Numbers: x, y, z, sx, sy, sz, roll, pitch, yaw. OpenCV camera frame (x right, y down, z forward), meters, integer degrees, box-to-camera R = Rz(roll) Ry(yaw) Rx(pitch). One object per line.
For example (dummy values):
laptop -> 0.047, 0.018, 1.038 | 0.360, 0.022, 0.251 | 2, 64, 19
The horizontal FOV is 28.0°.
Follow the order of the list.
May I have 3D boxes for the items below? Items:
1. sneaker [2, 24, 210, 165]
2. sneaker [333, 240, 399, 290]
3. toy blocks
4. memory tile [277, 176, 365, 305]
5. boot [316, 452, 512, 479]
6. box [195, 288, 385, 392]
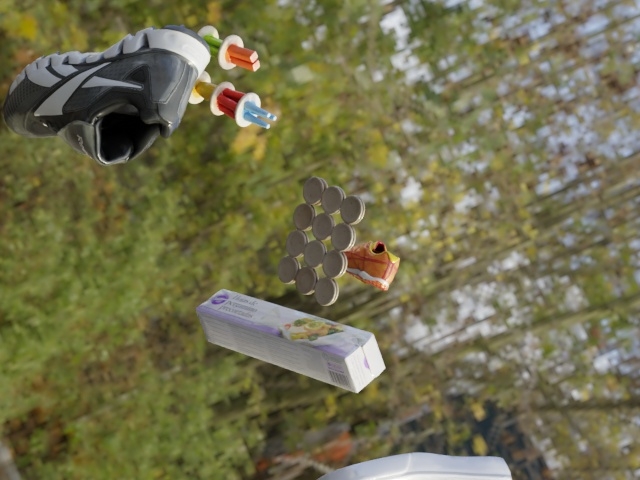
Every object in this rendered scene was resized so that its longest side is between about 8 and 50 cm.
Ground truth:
sneaker -> -0.201, -0.111, 1.115 | 0.078, 0.234, 0.106 | 37, 53, -44
sneaker -> 0.074, 0.031, 1.988 | 0.064, 0.067, 0.175 | 30, -5, -28
toy blocks -> -0.121, -0.233, 1.866 | 0.148, 0.054, 0.123 | 26, -64, 29
memory tile -> 0.000, 0.000, 1.644 | 0.012, 0.148, 0.113 | 8, 14, -47
boot -> 0.115, 0.295, 1.349 | 0.095, 0.258, 0.123 | -39, -125, 45
box -> -0.049, 0.139, 1.840 | 0.324, 0.063, 0.067 | 12, -50, 45
